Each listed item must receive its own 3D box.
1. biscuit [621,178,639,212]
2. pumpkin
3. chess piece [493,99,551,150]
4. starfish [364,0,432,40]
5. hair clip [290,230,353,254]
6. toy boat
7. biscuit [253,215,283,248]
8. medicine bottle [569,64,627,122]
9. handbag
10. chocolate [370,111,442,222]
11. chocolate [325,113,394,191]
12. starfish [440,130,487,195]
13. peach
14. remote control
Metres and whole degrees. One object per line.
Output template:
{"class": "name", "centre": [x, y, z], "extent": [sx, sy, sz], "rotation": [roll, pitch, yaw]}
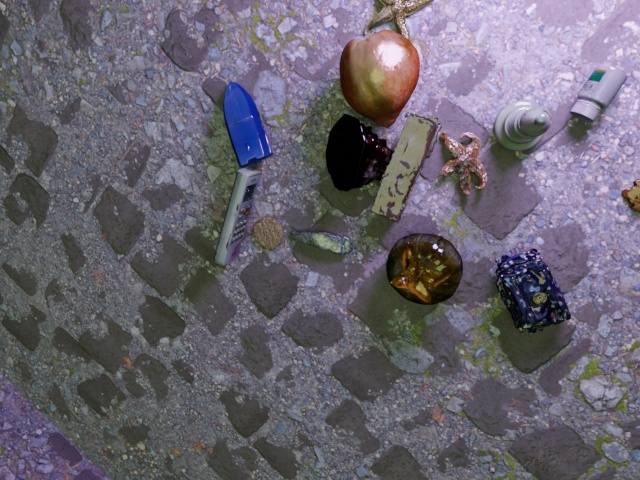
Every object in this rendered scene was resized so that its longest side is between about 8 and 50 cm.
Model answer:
{"class": "biscuit", "centre": [0.915, -0.138, 1.115], "extent": [0.119, 0.019, 0.130], "rotation": [28, 108, 8]}
{"class": "pumpkin", "centre": [0.323, 0.087, 1.256], "extent": [0.237, 0.159, 0.238], "rotation": [17, 123, 27]}
{"class": "chess piece", "centre": [0.542, -0.304, 1.047], "extent": [0.138, 0.271, 0.139], "rotation": [3, 102, 13]}
{"class": "starfish", "centre": [0.228, -0.668, 1.177], "extent": [0.223, 0.050, 0.217], "rotation": [-25, 102, 24]}
{"class": "hair clip", "centre": [0.000, 0.000, 1.389], "extent": [0.228, 0.036, 0.066], "rotation": [13, 99, 12]}
{"class": "toy boat", "centre": [-0.255, -0.396, 1.349], "extent": [0.129, 0.088, 0.296], "rotation": [-20, 85, 14]}
{"class": "biscuit", "centre": [-0.187, -0.028, 1.445], "extent": [0.120, 0.015, 0.120], "rotation": [3, 104, 14]}
{"class": "medicine bottle", "centre": [0.737, -0.390, 1.075], "extent": [0.080, 0.080, 0.131], "rotation": [31, 108, 7]}
{"class": "handbag", "centre": [0.631, 0.159, 1.213], "extent": [0.161, 0.113, 0.261], "rotation": [-24, 103, 25]}
{"class": "chocolate", "centre": [0.262, -0.223, 1.229], "extent": [0.111, 0.112, 0.322], "rotation": [23, 109, 11]}
{"class": "chocolate", "centre": [0.139, -0.266, 1.258], "extent": [0.176, 0.206, 0.225], "rotation": [-3, 119, -29]}
{"class": "starfish", "centre": [0.428, -0.241, 1.221], "extent": [0.150, 0.053, 0.210], "rotation": [-37, 87, 7]}
{"class": "peach", "centre": [0.169, -0.451, 1.147], "extent": [0.232, 0.232, 0.257], "rotation": [-14, 107, 18]}
{"class": "remote control", "centre": [-0.286, -0.081, 1.393], "extent": [0.050, 0.145, 0.345], "rotation": [21, 108, 6]}
